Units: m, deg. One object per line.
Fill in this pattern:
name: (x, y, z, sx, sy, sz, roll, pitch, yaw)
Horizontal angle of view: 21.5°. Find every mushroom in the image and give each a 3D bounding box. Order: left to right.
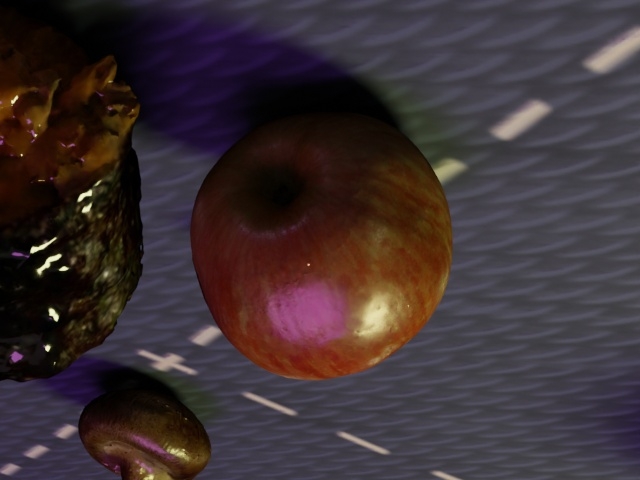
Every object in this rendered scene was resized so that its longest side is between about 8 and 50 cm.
mushroom: (-0.143, 0.166, 1.388, 0.109, 0.085, 0.126, 54, 150, -1)

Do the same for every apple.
apple: (0.000, 0.000, 0.913, 0.146, 0.146, 0.131, 0, 141, 29)

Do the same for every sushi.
sushi: (-0.268, -0.025, 0.905, 0.349, 0.234, 0.207, 6, 154, 5)
